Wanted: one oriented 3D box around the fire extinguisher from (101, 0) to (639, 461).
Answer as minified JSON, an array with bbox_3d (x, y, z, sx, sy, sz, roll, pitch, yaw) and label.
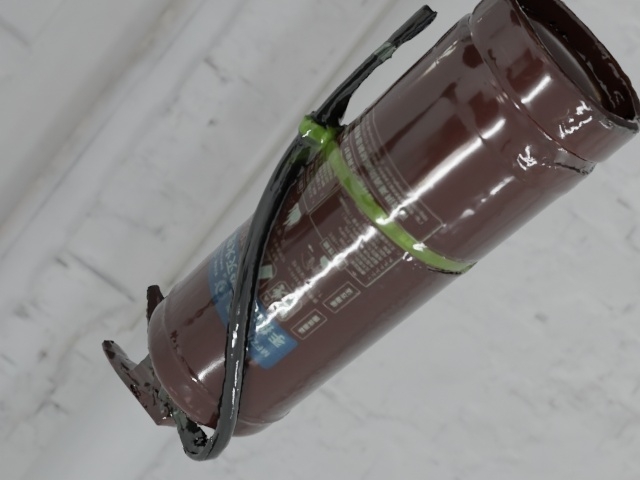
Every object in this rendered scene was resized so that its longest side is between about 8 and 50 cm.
[{"bbox_3d":[0.000,0.000,0.695,0.105,0.341,0.141,22,-142,-41],"label":"fire extinguisher"}]
